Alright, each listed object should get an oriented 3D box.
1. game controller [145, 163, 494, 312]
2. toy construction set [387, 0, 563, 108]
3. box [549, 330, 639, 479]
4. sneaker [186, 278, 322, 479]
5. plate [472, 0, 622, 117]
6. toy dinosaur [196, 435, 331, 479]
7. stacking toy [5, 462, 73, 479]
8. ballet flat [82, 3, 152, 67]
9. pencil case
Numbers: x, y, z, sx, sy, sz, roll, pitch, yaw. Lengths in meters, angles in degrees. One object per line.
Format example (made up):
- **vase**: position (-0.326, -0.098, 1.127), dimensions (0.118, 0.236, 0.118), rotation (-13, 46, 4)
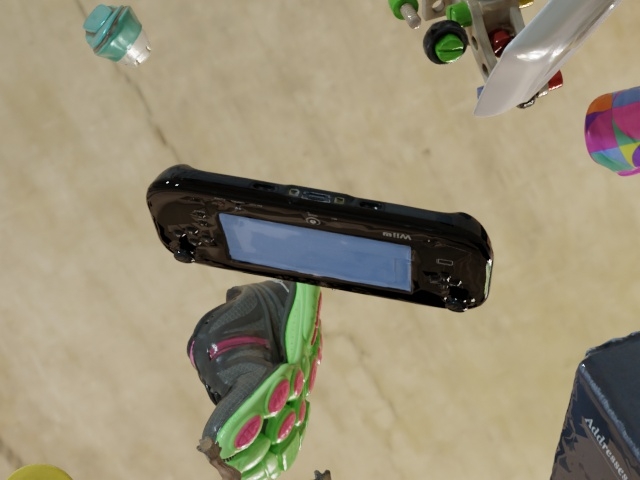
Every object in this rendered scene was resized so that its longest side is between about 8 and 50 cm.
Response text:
- **game controller**: position (0.000, 0.000, 1.335), dimensions (0.166, 0.319, 0.067), rotation (73, -153, -72)
- **toy construction set**: position (0.251, -0.350, 1.924), dimensions (0.257, 0.309, 0.237), rotation (48, -170, -40)
- **box**: position (0.409, 0.364, 1.189), dimensions (0.472, 0.297, 0.480), rotation (89, 158, -49)
- **sneaker**: position (-0.117, 0.215, 2.267), dimensions (0.483, 0.202, 0.185), rotation (-72, -20, -63)
- **plate**: position (0.278, -0.247, 1.525), dimensions (0.045, 0.277, 0.278), rotation (42, 173, 5)
- **toy dinosaur**: position (-0.088, 0.372, 1.871), dimensions (0.200, 0.296, 0.127), rotation (107, 175, -49)
- **stacking toy**: position (-0.513, 0.452, 2.086), dimensions (0.130, 0.309, 0.279), rotation (146, 131, -70)
- **ballet flat**: position (-0.281, -0.289, 2.074), dimensions (0.087, 0.083, 0.247), rotation (36, -178, -19)
- **pencil case**: position (0.393, -0.127, 1.534), dimensions (0.104, 0.236, 0.104), rotation (6, -100, -40)
